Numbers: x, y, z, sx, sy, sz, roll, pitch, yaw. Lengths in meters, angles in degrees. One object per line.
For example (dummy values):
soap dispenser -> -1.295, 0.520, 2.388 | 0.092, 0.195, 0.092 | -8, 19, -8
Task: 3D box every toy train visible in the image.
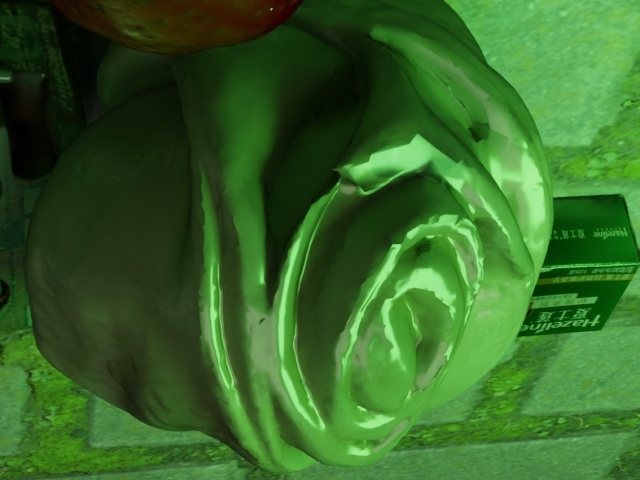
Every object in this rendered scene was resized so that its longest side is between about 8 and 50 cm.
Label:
toy train -> -0.249, -0.043, 1.205 | 0.159, 0.129, 0.326 | -9, 150, -14

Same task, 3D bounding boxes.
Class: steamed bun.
steamed bun -> 0.000, 0.000, 1.074 | 0.367, 0.255, 0.342 | -5, 109, -29

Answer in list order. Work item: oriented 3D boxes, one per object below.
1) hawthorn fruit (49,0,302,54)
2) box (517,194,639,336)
hawthorn fruit -> -0.081, -0.198, 0.893 | 0.215, 0.215, 0.250 | -16, 144, 10
box -> 0.182, 0.028, 1.497 | 0.199, 0.081, 0.135 | -2, 149, -9
